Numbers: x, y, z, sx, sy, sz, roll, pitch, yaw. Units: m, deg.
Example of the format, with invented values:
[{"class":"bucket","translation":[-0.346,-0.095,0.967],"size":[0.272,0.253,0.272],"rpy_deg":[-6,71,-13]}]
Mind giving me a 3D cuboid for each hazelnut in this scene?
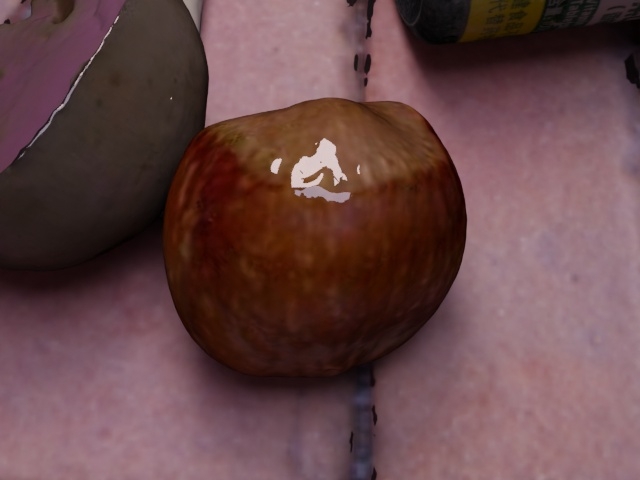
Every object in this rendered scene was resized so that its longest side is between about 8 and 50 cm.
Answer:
[{"class":"hazelnut","translation":[0.000,0.000,0.685],"size":[0.154,0.143,0.143],"rpy_deg":[-8,62,-30]}]

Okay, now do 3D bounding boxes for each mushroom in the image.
[{"class":"mushroom","translation":[-0.124,-0.057,0.716],"size":[0.117,0.141,0.188],"rpy_deg":[42,62,-21]}]

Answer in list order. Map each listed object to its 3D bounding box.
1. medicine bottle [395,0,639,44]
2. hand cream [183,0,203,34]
[{"class":"medicine bottle","translation":[0.186,-0.196,0.782],"size":[0.293,0.141,0.141],"rpy_deg":[-9,64,-7]},{"class":"hand cream","translation":[-0.094,-0.228,0.837],"size":[0.095,0.059,0.276],"rpy_deg":[12,67,-3]}]
